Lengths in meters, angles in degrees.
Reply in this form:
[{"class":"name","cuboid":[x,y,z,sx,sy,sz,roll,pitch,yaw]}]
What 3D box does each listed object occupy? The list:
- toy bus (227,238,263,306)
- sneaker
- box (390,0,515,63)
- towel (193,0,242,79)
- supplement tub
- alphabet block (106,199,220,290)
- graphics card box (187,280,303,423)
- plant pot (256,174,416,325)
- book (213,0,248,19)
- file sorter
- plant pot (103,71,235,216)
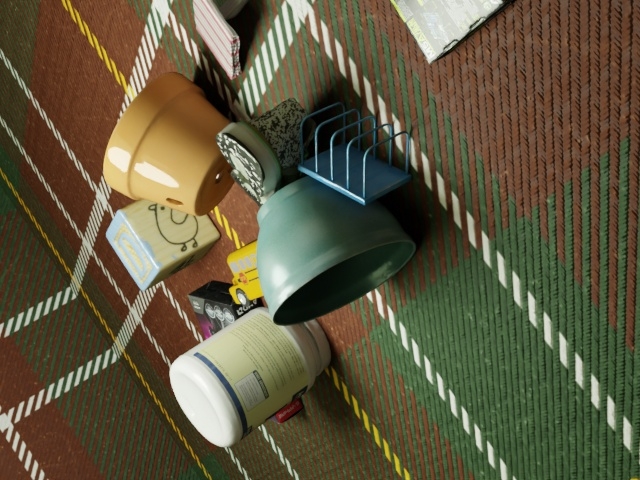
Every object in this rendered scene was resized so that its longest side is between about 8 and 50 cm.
[{"class":"toy bus","cuboid":[-0.111,0.054,1.906,0.130,0.108,0.332,61,149,-4]},{"class":"sneaker","cuboid":[-0.069,-0.152,1.638,0.158,0.182,0.410,49,173,9]},{"class":"box","cuboid":[0.167,-0.375,1.203,0.191,0.045,0.184,57,151,0]},{"class":"towel","cuboid":[-0.200,-0.411,1.652,0.144,0.029,0.197,55,168,8]},{"class":"supplement tub","cuboid":[-0.159,0.301,1.980,0.235,0.325,0.235,35,142,33]},{"class":"alphabet block","cuboid":[-0.407,-0.013,2.184,0.192,0.197,0.193,56,149,2]},{"class":"graphics card box","cuboid":[-0.201,0.295,2.262,0.232,0.094,0.371,8,122,52]},{"class":"plant pot","cuboid":[0.000,0.000,1.556,0.196,0.293,0.293,61,151,17]},{"class":"book","cuboid":[-0.189,-0.505,1.609,0.096,0.035,0.144,-27,93,55]},{"class":"file sorter","cuboid":[0.059,-0.158,1.477,0.170,0.118,0.104,31,135,38]},{"class":"plant pot","cuboid":[-0.294,-0.186,1.821,0.203,0.291,0.291,32,143,11]}]
